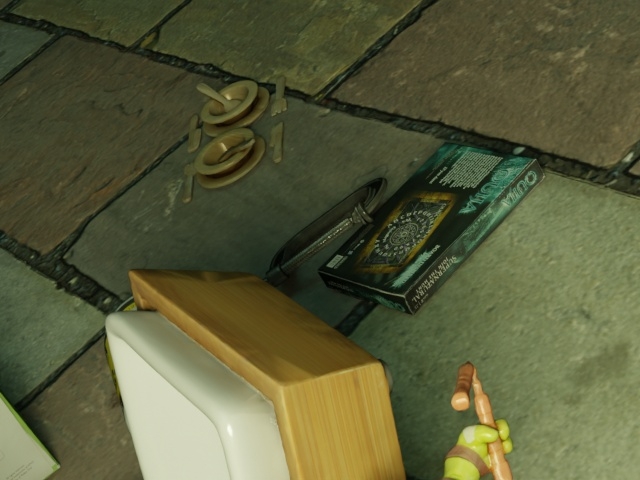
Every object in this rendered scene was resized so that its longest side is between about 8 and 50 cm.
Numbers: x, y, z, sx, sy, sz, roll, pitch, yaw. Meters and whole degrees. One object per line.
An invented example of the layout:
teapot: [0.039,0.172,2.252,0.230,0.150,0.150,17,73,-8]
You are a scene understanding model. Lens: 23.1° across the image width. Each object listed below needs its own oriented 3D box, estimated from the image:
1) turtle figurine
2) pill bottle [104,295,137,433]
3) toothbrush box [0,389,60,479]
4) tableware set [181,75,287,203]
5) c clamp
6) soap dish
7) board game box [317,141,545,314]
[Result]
turtle figurine: [0.063,0.222,0.907,0.087,0.217,0.269,-7,38,27]
pill bottle: [-0.122,0.123,1.338,0.103,0.103,0.184,-32,30,0]
toothbrush box: [-0.400,0.186,1.484,0.206,0.122,0.283,-39,29,-12]
tableware set: [-0.103,-0.127,1.747,0.128,0.039,0.194,-23,31,15]
c clamp: [0.000,0.000,1.455,0.160,0.022,0.137,-38,10,10]
soap dish: [-0.028,0.171,1.026,0.118,0.291,0.229,-21,25,-22]
board game box: [0.099,-0.014,1.411,0.186,0.026,0.126,-44,33,-21]
